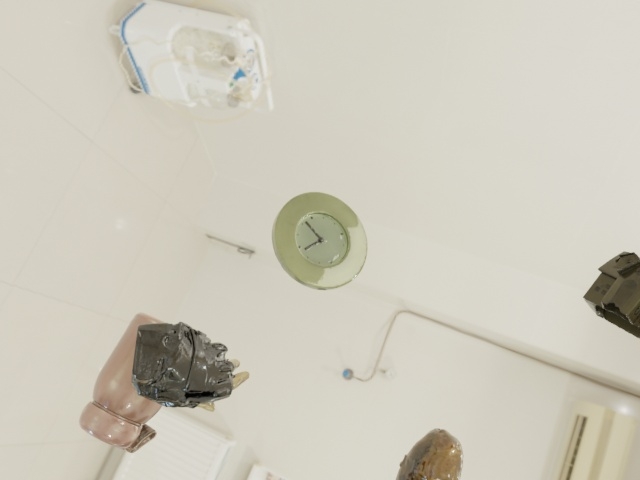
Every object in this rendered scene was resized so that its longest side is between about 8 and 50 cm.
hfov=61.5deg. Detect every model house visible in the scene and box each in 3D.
[{"bbox_3d":[0.797,0.099,1.298,0.243,0.211,0.204,-53,134,0],"label":"model house"}]

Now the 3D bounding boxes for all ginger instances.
[{"bbox_3d":[0.293,0.691,1.539,0.321,0.165,0.172,-58,-166,19],"label":"ginger"}]

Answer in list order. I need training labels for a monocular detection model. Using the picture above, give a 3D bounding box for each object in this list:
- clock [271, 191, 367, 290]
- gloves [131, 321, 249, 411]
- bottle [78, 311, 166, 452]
[{"bbox_3d":[0.000,0.000,1.240,0.235,0.235,0.029,-61,-170,-28],"label":"clock"},{"bbox_3d":[-0.220,0.222,0.937,0.124,0.204,0.164,-143,-118,-70],"label":"gloves"},{"bbox_3d":[-0.427,0.344,1.287,0.206,0.173,0.296,47,62,-43],"label":"bottle"}]
